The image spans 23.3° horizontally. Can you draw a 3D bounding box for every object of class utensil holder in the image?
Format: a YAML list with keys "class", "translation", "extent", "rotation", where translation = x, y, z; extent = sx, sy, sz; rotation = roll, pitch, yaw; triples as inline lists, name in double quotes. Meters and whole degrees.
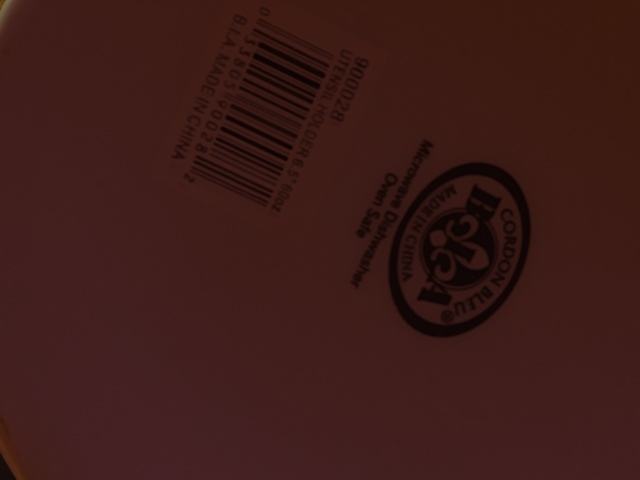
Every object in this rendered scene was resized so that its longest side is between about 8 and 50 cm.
- class: "utensil holder"
  translation: [0.000, 0.000, 0.680]
  extent: [0.327, 0.328, 0.385]
  rotation: [24, -5, -11]

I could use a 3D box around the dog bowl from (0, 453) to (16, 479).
- class: "dog bowl"
  translation: [-0.183, 0.122, 1.065]
  extent: [0.102, 0.349, 0.349]
  rotation: [33, -2, 27]
